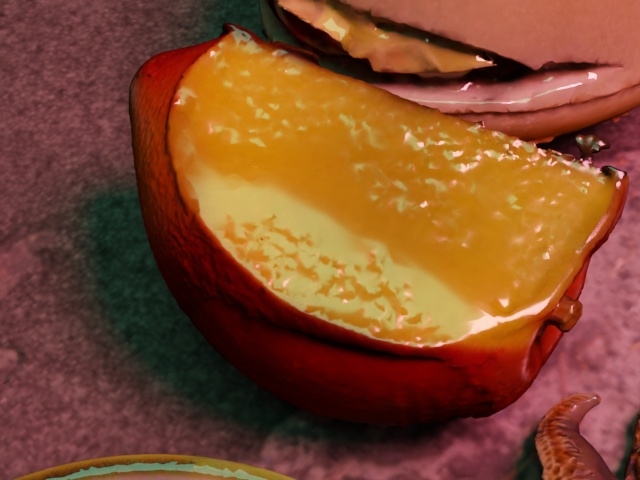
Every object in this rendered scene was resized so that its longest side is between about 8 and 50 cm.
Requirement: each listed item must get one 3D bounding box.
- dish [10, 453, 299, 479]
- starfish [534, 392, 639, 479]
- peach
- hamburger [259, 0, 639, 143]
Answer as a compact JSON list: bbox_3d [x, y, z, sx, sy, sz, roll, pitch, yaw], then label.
[{"bbox_3d":[-0.069,0.257,0.406,0.324,0.124,0.324,1,59,-1],"label":"dish"},{"bbox_3d":[0.164,0.146,0.457,0.216,0.071,0.238,-6,25,-14],"label":"starfish"},{"bbox_3d":[0.000,0.006,0.546,0.267,0.159,0.154,22,59,8],"label":"peach"},{"bbox_3d":[0.096,-0.172,0.641,0.300,0.176,0.300,3,38,-2],"label":"hamburger"}]
